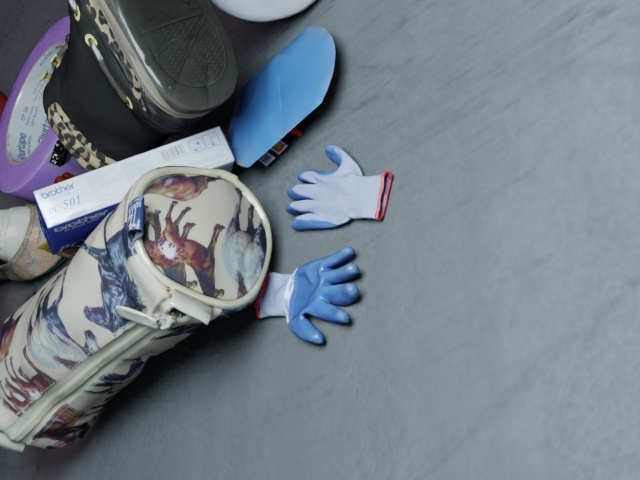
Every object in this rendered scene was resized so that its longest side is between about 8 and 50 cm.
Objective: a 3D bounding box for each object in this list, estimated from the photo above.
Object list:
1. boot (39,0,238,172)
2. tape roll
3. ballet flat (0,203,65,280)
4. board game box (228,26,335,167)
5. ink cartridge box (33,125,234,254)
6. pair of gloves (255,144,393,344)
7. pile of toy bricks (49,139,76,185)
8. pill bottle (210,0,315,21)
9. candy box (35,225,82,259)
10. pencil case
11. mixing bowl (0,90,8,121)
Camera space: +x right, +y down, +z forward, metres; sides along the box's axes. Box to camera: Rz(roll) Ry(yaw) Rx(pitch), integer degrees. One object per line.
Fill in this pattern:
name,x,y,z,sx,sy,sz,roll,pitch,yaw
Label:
boot,-0.242,-0.257,1.224,0.377,0.138,0.284,61,149,6
tape roll,-0.374,-0.183,1.621,0.275,0.090,0.275,-31,47,41
ballet flat,-0.460,0.006,1.615,0.316,0.106,0.107,-19,55,48
board game box,-0.032,-0.147,1.184,0.168,0.033,0.133,-39,38,29
ink cartridge box,-0.198,-0.053,1.193,0.046,0.207,0.097,65,163,12
pair of gloves,0.000,0.000,1.063,0.159,0.023,0.198,1,73,54
pile of toy bricks,-0.266,-0.128,1.451,0.212,0.118,0.105,-66,-6,20
pill bottle,-0.101,-0.396,1.286,0.176,0.176,0.318,-53,37,20
candy box,-0.250,-0.018,1.339,0.186,0.109,0.053,-20,56,48
pencil case,-0.227,0.087,1.184,0.410,0.160,0.183,-39,18,39
mixing bowl,-0.560,-0.177,1.863,0.181,0.098,0.181,-30,50,43
